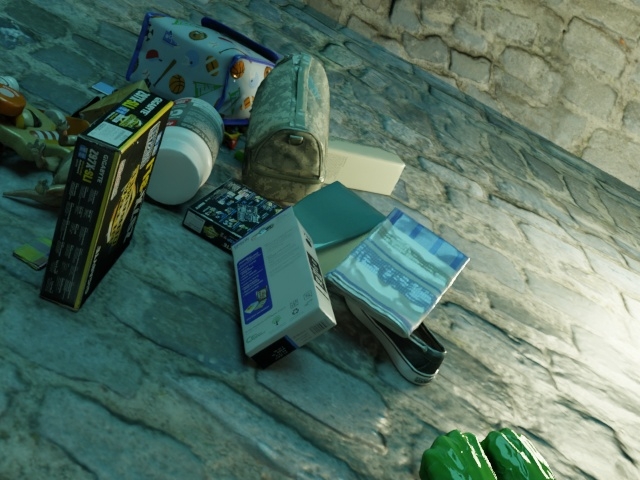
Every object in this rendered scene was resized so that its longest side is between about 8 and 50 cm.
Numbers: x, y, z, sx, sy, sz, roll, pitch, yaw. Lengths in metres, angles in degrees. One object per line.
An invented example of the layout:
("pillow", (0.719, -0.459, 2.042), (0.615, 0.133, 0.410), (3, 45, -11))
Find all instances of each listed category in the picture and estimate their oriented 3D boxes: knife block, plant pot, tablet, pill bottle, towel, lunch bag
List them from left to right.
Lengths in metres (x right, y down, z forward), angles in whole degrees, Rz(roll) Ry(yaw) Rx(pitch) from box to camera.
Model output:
("pill bottle", (-0.736, -0.333, 1.711), (0.067, 0.067, 0.120), (28, 28, 3))
("towel", (-0.506, 0.021, 1.369), (0.060, 0.009, 0.083), (29, 28, 6))
("tablet", (-0.560, -0.397, 2.024), (0.083, 0.006, 0.054), (25, 29, 1))
("knife block", (-0.427, -0.321, 1.785), (0.275, 0.088, 0.242), (-3, 32, 43))
("pill bottle", (-0.319, -0.207, 1.742), (0.161, 0.161, 0.283), (21, 28, -9))
("lunch bag", (-0.287, -0.479, 2.144), (0.327, 0.239, 0.385), (30, 16, 19))
("lunch bag", (-0.073, -0.283, 1.886), (0.212, 0.256, 0.305), (12, 50, -11))
("plant pot", (0.000, 0.000, 1.664), (0.165, 0.166, 0.234), (38, 34, 21))
("towel", (0.164, 0.058, 1.572), (0.209, 0.034, 0.285), (36, 49, 14))

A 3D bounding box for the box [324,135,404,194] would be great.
("box", (0.090, -0.215, 2.143), (0.275, 0.113, 0.094), (9, 31, -31))

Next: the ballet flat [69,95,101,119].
("ballet flat", (-0.567, -0.300, 1.812), (0.057, 0.049, 0.173), (20, 29, -9))

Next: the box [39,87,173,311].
("box", (-0.369, -0.076, 1.317), (0.079, 0.322, 0.257), (22, 28, -5))

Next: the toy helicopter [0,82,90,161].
("toy helicopter", (-0.561, -0.205, 1.619), (0.355, 0.140, 0.235), (32, 18, -11))

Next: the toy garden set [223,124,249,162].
("toy garden set", (-0.162, -0.272, 2.094), (0.203, 0.049, 0.244), (33, 29, 13))

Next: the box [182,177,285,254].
("box", (-0.181, -0.049, 1.707), (0.175, 0.051, 0.220), (30, 28, 7))

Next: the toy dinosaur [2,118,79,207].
("toy dinosaur", (-0.464, -0.135, 1.507), (0.127, 0.295, 0.200), (49, -5, 21))

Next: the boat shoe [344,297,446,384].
("boat shoe", (0.154, 0.156, 1.582), (0.113, 0.105, 0.306), (5, 35, -33))

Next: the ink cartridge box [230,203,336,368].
("ink cartridge box", (-0.080, 0.079, 1.457), (0.065, 0.165, 0.333), (47, 16, -35))

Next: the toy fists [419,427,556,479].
("toy fists", (0.288, 0.399, 1.304), (0.279, 0.096, 0.142), (7, 44, -33))
